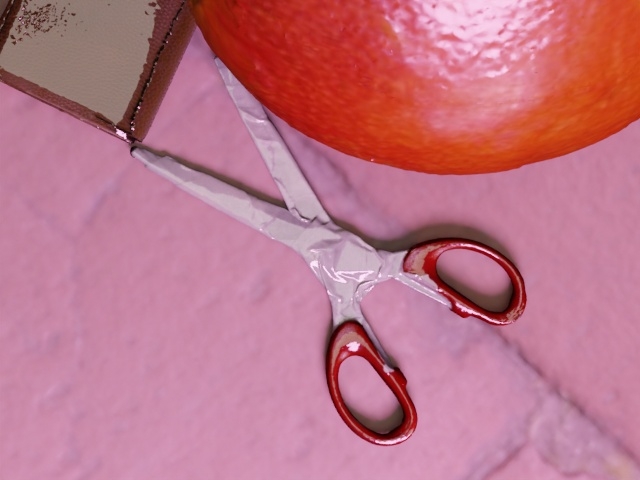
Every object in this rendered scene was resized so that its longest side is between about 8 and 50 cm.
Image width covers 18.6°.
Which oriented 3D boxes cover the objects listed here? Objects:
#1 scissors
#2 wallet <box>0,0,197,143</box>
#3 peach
[{"bbox_3d":[0.000,0.000,1.196,0.247,0.017,0.144,43,85,-6],"label":"scissors"},{"bbox_3d":[-0.115,-0.168,1.164,0.110,0.031,0.198,25,88,-8],"label":"wallet"},{"bbox_3d":[0.090,-0.209,1.059,0.372,0.290,0.373,-1,93,-13],"label":"peach"}]
